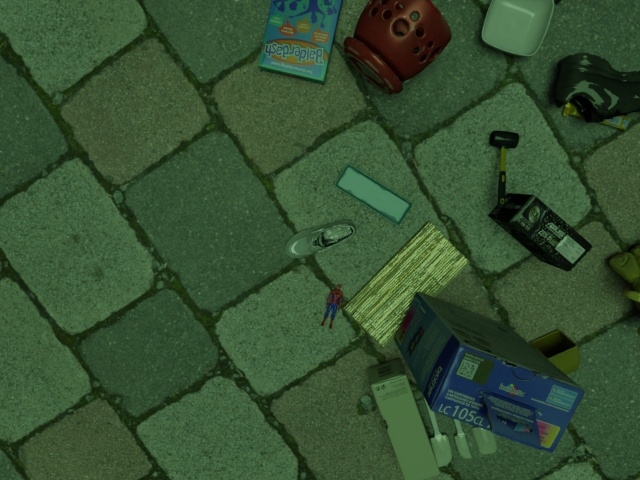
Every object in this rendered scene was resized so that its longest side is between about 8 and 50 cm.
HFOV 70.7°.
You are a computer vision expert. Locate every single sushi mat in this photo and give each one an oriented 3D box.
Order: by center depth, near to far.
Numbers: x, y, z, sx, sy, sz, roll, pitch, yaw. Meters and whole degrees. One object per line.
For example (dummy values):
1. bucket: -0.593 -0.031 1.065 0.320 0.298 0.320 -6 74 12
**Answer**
1. sushi mat: 0.214 0.115 1.137 0.151 0.019 0.316 43 96 -5

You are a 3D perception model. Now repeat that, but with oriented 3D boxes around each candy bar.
1. candy bar: 0.659 -0.296 1.072 0.161 0.018 0.040 16 96 -1

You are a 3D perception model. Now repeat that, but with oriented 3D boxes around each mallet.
1. mallet: 0.438 -0.168 1.062 0.062 0.039 0.189 -1 80 0

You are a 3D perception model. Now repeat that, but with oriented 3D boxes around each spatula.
1. spatula: 0.358 0.462 1.181 0.168 0.019 0.242 -16 94 6

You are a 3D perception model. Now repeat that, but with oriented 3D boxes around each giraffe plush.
1. giraffe plush: 0.799 0.129 1.060 0.181 0.210 0.170 -10 125 33

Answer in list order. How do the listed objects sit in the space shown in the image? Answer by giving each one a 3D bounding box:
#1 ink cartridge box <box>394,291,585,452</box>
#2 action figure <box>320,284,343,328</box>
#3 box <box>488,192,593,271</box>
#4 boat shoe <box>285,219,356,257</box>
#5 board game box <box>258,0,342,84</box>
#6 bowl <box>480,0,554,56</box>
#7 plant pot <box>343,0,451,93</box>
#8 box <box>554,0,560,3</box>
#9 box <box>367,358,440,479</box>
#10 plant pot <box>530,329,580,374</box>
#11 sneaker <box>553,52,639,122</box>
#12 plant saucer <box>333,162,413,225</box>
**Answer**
1. ink cartridge box: 0.339 0.270 0.955 0.270 0.395 0.151 21 97 -6
2. action figure: 0.032 0.166 1.144 0.038 0.030 0.115 17 95 4
3. box: 0.503 -0.024 1.047 0.180 0.147 0.077 40 97 -3
4. boat shoe: 0.000 0.000 1.104 0.184 0.063 0.066 -13 97 3
5. board game box: -0.044 -0.489 1.051 0.160 0.047 0.210 12 98 0
6. bowl: 0.443 -0.497 1.035 0.142 0.053 0.142 18 97 -1
7. plant pot: 0.157 -0.434 0.983 0.191 0.191 0.174 41 99 -4
8. box: 0.545 -0.600 1.036 0.067 0.018 0.083 34 97 -3
9. box: 0.207 0.450 1.135 0.094 0.113 0.275 -19 95 4
10. plant pot: 0.590 0.289 1.121 0.081 0.081 0.083 -26 106 4
11. sneaker: 0.667 -0.321 1.023 0.286 0.109 0.130 17 90 8
12. plant saucer: 0.130 -0.113 1.110 0.192 0.018 0.067 32 97 -2
